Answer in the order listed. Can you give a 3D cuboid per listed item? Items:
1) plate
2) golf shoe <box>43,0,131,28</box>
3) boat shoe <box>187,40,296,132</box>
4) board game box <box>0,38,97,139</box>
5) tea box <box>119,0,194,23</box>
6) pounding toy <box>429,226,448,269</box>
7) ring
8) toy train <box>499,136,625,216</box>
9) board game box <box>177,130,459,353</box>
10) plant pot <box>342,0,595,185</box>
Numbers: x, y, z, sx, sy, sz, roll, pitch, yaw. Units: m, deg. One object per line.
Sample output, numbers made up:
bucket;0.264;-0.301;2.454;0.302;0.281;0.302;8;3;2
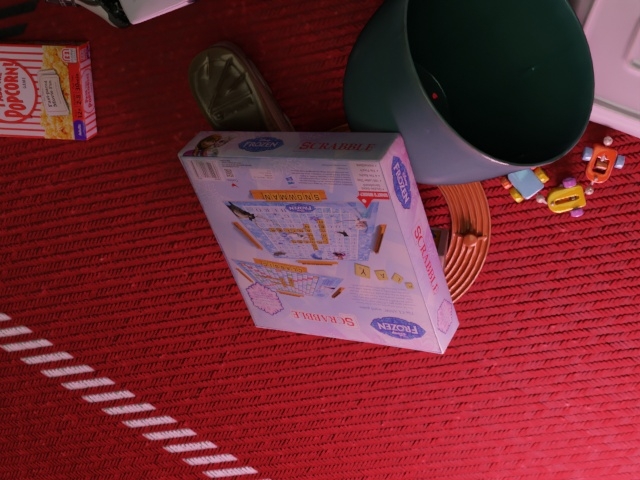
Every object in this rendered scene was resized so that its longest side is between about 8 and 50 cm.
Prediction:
plate;0.448;-0.256;1.321;0.278;0.045;0.277;22;122;10
golf shoe;-0.356;-0.369;1.460;0.198;0.077;0.094;45;123;-1
boat shoe;-0.078;-0.133;1.471;0.122;0.110;0.341;-17;107;15
board game box;-0.446;-0.232;1.537;0.194;0.045;0.146;3;111;10
tea box;-0.087;-0.442;1.235;0.324;0.329;0.220;-17;106;15
pounding toy;0.110;0.017;1.450;0.141;0.130;0.100;6;112;8
ring;0.090;-0.019;1.528;0.337;0.032;0.336;4;111;10
toy train;0.342;-0.103;1.442;0.166;0.046;0.125;11;111;3
board game box;0.000;0.000;1.354;0.319;0.066;0.318;5;131;33
plant pot;0.165;-0.204;1.305;0.293;0.293;0.235;50;149;-10
